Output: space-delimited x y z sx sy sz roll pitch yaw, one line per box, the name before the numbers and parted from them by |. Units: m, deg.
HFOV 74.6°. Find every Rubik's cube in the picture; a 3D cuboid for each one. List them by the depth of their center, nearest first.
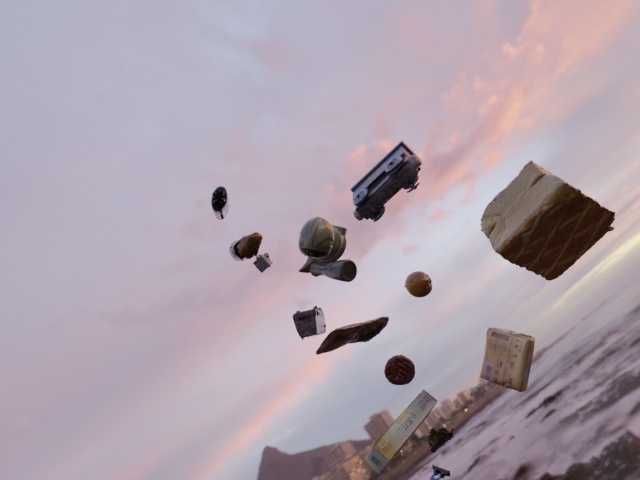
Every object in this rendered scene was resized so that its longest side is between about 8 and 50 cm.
Rubik's cube | -0.259 0.095 1.913 0.075 0.084 0.073 -23 6 20

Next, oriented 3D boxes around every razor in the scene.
razor | 0.352 0.869 1.372 0.082 0.042 0.253 -21 41 60

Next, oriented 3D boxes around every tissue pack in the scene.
tissue pack | 0.751 0.472 1.691 0.090 0.186 0.222 16 -96 -42

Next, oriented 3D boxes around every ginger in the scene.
ginger | -0.342 0.037 1.874 0.133 0.107 0.309 -38 7 -23

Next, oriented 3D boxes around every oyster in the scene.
oyster | 0.364 0.600 1.266 0.086 0.029 0.132 -12 -53 10

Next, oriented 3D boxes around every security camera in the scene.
security camera | 0.000 0.000 1.891 0.277 0.197 0.191 32 -107 -73

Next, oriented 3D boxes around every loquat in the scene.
loquat | 0.490 0.220 2.102 0.141 0.141 0.141 -29 -29 -18

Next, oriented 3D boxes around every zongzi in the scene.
zongzi | -0.054 0.077 2.111 0.178 0.188 0.081 4 -28 -38

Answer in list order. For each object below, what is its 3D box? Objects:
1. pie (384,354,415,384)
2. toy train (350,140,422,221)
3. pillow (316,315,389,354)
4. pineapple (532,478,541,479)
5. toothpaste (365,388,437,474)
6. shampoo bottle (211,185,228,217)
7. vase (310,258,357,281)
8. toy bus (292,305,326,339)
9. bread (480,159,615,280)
pie | 0.388 0.635 2.052 0.154 0.154 0.036 -42 -10 5
toy train | 0.228 -0.206 1.489 0.131 0.202 0.300 40 -64 -18
pillow | 0.092 0.260 1.163 0.211 0.034 0.135 -5 -41 -34
pineapple | 0.720 0.816 1.390 0.019 0.045 0.083 -28 -67 -28
toothpaste | 0.268 0.606 1.349 0.313 0.071 0.089 -25 -40 -43
shampoo bottle | -0.334 -0.125 1.401 0.050 0.087 0.183 13 -10 -8
vase | 0.043 0.118 1.657 0.086 0.086 0.214 -15 7 -37
toy bus | -0.040 0.385 1.967 0.113 0.137 0.317 -15 -13 7
bread | 0.916 -0.076 1.739 0.371 0.279 0.390 21 -58 -24
